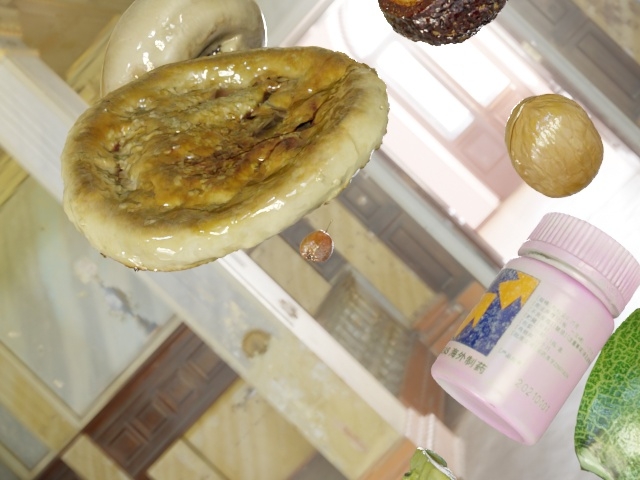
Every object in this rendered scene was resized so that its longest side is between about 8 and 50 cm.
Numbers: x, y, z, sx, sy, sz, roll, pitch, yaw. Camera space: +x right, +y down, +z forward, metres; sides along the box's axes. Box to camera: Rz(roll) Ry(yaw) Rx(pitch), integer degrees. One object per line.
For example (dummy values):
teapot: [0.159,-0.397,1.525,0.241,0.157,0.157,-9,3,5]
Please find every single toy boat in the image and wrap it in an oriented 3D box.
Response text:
toy boat: [0.192,0.506,1.667,0.084,0.111,0.276,-27,30,47]

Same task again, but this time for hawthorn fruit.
hawthorn fruit: [0.000,0.000,1.904,0.103,0.066,0.067,-60,8,-34]

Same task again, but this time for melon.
melon: [0.686,0.353,1.886,0.343,0.331,0.226,-43,-5,-30]

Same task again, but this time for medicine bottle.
medicine bottle: [0.305,0.121,1.281,0.291,0.178,0.178,-53,1,-9]

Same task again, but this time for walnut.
walnut: [0.413,-0.171,1.623,0.167,0.207,0.167,-28,35,22]

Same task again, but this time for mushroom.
mushroom: [-0.146,-0.207,1.270,0.292,0.290,0.292,-48,-23,-29]

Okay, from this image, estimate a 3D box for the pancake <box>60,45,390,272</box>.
pancake: [-0.096,-0.105,0.885,0.356,0.356,0.065,-46,-44,-39]

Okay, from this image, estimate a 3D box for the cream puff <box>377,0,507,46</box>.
cream puff: [0.199,-0.413,1.419,0.239,0.165,0.239,-23,57,42]
